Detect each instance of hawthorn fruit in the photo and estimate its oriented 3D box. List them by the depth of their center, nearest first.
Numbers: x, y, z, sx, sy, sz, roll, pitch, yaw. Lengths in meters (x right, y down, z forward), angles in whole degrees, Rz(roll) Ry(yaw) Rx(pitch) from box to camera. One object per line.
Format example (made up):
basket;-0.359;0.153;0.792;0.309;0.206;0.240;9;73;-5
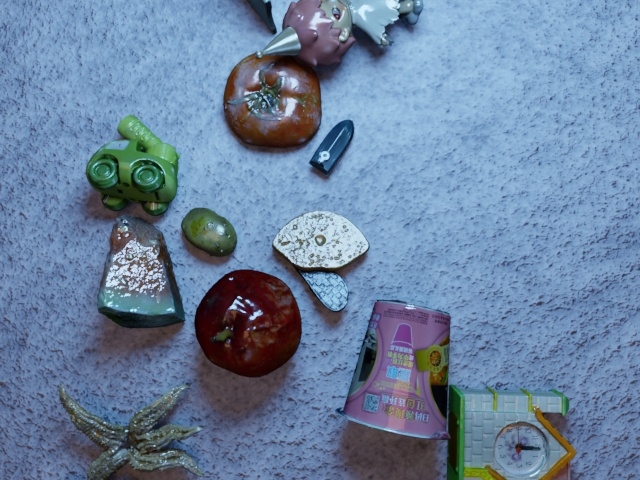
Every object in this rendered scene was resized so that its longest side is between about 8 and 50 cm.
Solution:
hawthorn fruit;-0.162;0.182;1.085;0.230;0.266;0.210;44;108;6

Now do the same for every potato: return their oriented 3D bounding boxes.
potato;-0.251;-0.019;1.183;0.137;0.070;0.092;31;88;2

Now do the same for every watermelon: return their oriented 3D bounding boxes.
watermelon;-0.385;0.056;1.146;0.139;0.193;0.257;-8;74;0

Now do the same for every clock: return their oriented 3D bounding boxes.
clock;0.411;0.435;1.135;0.255;0.106;0.220;1;88;1

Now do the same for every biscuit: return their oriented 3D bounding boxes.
biscuit;0.000;0.000;1.183;0.220;0.029;0.142;-2;72;0

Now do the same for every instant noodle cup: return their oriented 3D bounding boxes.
instant noodle cup;0.171;0.261;1.101;0.243;0.244;0.255;12;82;2

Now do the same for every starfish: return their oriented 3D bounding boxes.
starfish;-0.393;0.422;1.161;0.293;0.084;0.302;-13;95;5

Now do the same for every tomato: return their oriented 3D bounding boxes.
tomato;-0.106;-0.317;1.177;0.236;0.095;0.237;0;89;2

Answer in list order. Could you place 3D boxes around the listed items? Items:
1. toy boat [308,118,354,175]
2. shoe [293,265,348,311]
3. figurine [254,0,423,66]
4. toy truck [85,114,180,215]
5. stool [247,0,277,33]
toy boat;0.033;-0.219;1.190;0.055;0.060;0.141;33;82;3
shoe;-0.002;0.089;1.189;0.071;0.049;0.179;-38;70;-15
figurine;0.028;-0.469;1.120;0.386;0.166;0.207;-20;55;-16
toy truck;-0.396;-0.165;1.164;0.186;0.148;0.211;22;64;4
stool;-0.097;-0.658;1.149;0.243;0.170;0.270;-38;88;1
